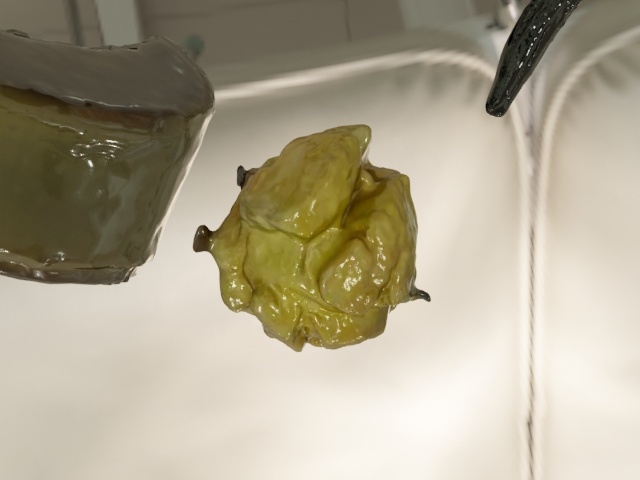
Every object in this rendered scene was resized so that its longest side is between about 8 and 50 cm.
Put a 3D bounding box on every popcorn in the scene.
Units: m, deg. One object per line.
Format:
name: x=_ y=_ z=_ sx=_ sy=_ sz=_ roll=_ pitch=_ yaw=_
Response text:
popcorn: x=0.000 y=0.000 z=1.097 sx=0.152 sy=0.148 sz=0.167 roll=11 pitch=163 yaw=1

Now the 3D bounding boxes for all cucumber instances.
cucumber: x=0.162 y=-0.157 z=1.340 sx=0.135 sy=0.034 sz=0.033 roll=-54 pitch=165 yaw=2

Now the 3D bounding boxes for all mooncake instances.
mooncake: x=-0.328 y=-0.111 z=1.755 sx=0.394 sy=0.393 sz=0.246 roll=24 pitch=106 yaw=10
